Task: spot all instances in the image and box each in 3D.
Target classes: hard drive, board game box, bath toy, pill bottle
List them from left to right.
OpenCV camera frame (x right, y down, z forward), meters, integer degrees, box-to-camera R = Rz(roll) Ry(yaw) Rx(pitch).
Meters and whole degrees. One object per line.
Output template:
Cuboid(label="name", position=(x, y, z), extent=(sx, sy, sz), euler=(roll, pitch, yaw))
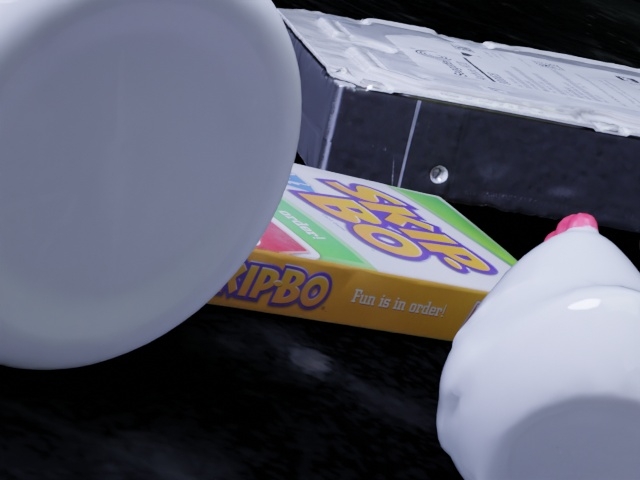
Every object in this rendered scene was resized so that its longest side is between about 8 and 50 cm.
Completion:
Cuboid(label="pill bottle", position=(-0.140, -0.079, 0.588), extent=(0.153, 0.153, 0.264), euler=(6, 23, -45))
Cuboid(label="board game box", position=(0.000, 0.000, 0.738), extent=(0.259, 0.039, 0.124), euler=(14, 19, -36))
Cuboid(label="hard drive", position=(0.143, -0.069, 0.978), extent=(0.339, 0.064, 0.237), euler=(8, 16, -13))
Cuboid(label="bath toy", position=(0.210, 0.075, 0.600), extent=(0.348, 0.151, 0.129), euler=(13, 40, -7))
